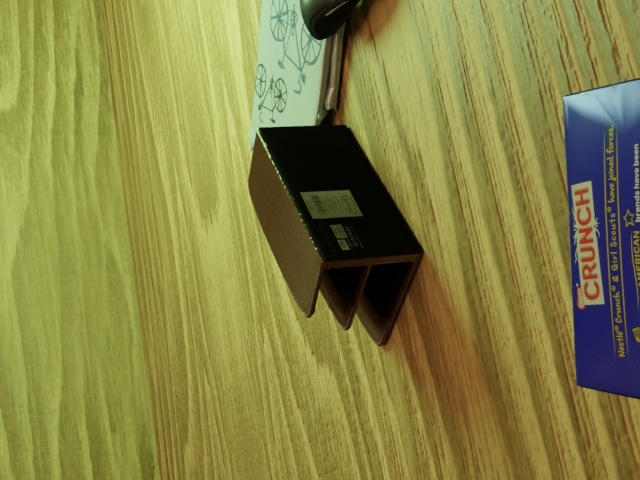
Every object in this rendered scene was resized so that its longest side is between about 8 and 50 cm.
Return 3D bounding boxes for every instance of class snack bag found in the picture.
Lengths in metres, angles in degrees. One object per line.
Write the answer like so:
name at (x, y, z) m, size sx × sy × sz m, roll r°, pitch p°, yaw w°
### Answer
snack bag at (-0.047, -0.273, 1.666) m, size 0.323 × 0.037 × 0.342 m, roll -134°, pitch 47°, yaw -57°

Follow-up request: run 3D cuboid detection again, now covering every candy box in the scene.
candy box at (0.332, -0.006, 0.742) m, size 0.317 × 0.122 × 0.268 m, roll 180°, pitch 86°, yaw -65°

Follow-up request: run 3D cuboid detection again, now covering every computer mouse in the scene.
computer mouse at (0.027, -0.421, 1.404) m, size 0.262 × 0.060 × 0.184 m, roll -32°, pitch 63°, yaw 51°

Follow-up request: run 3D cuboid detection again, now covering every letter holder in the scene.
letter holder at (0.000, 0.000, 1.457) m, size 0.301 × 0.152 × 0.214 m, roll -117°, pitch 31°, yaw -42°
